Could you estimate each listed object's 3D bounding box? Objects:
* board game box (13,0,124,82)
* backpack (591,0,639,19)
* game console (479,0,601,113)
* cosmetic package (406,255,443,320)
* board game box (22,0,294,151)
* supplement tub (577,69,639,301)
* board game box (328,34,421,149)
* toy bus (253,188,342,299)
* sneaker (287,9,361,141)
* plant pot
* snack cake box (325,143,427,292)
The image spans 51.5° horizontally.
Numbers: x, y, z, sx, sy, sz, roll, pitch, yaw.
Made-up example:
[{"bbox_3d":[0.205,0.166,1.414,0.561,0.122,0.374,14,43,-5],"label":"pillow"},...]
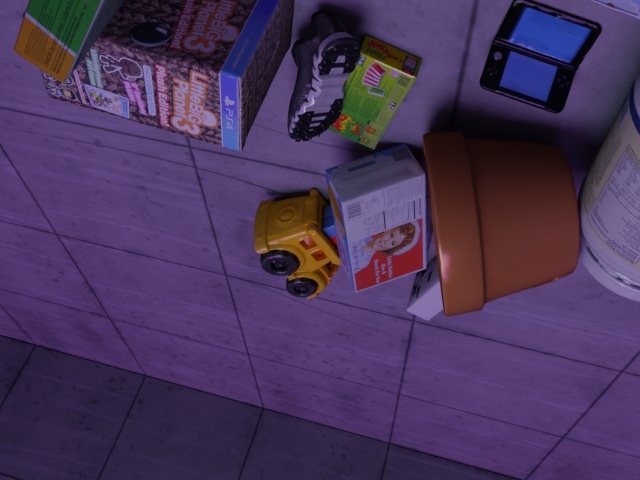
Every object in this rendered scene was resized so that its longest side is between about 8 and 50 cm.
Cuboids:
[{"bbox_3d":[-0.209,-0.357,0.738,0.064,0.317,0.242,33,145,-20],"label":"board game box"},{"bbox_3d":[0.354,-0.332,0.600,0.276,0.213,0.263,19,138,6],"label":"backpack"},{"bbox_3d":[0.290,-0.243,0.884,0.122,0.107,0.071,19,176,1],"label":"game console"},{"bbox_3d":[0.257,0.071,1.348,0.060,0.099,0.239,23,147,-7],"label":"cosmetic package"},{"bbox_3d":[-0.207,-0.288,0.922,0.290,0.232,0.141,16,148,4],"label":"board game box"},{"bbox_3d":[0.483,-0.079,0.872,0.235,0.236,0.325,13,148,10],"label":"supplement tub"},{"bbox_3d":[0.078,-0.227,1.041,0.092,0.043,0.181,23,148,-5],"label":"board game box"},{"bbox_3d":[0.000,0.000,1.358,0.211,0.150,0.220,-18,137,22],"label":"toy bus"},{"bbox_3d":[-0.007,-0.250,1.006,0.078,0.106,0.234,-9,153,-22],"label":"sneaker"},{"bbox_3d":[0.276,-0.036,1.034,0.203,0.291,0.291,-7,143,10],"label":"plant pot"},{"bbox_3d":[0.107,-0.033,1.202,0.152,0.089,0.264,-19,140,-7],"label":"snack cake box"}]
